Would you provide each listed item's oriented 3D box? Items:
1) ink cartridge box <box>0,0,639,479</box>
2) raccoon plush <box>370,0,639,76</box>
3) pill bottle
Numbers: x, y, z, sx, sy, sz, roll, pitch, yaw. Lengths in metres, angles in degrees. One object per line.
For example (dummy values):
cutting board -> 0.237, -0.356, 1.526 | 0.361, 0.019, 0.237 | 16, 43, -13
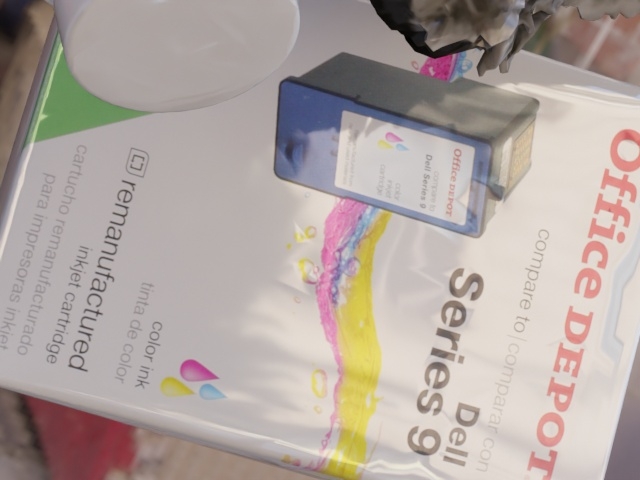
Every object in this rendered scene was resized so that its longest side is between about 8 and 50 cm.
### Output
ink cartridge box -> 0.000, 0.000, 0.657 | 0.212, 0.154, 0.093 | 18, -6, -12
raccoon plush -> 0.166, -0.195, 0.474 | 0.446, 0.216, 0.299 | -20, 3, -16
pill bottle -> -0.040, -0.090, 0.429 | 0.067, 0.067, 0.120 | 14, 48, -37
